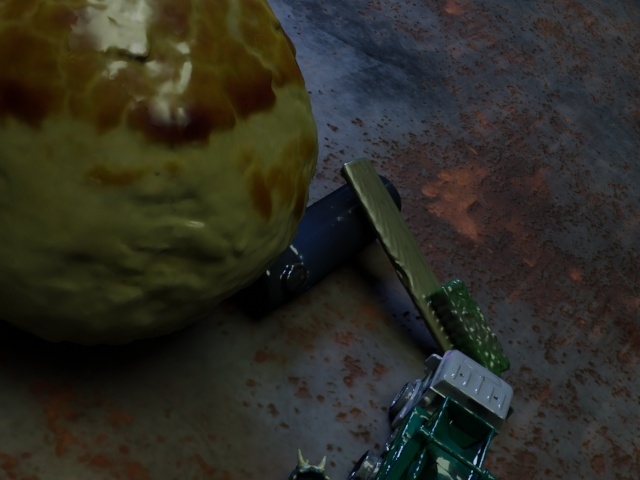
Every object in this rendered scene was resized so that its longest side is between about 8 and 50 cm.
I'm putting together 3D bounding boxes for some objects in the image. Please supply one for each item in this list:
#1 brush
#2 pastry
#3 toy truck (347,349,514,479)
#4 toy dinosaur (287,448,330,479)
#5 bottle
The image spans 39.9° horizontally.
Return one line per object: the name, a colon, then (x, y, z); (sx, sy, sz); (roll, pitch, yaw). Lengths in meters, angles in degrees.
brush: (0.110, 0.034, 0.922); (0.054, 0.048, 0.282); (-24, 83, -52)
pastry: (-0.181, -0.113, 0.726); (0.389, 0.312, 0.388); (17, 42, -15)
toy truck: (0.102, 0.188, 0.762); (0.110, 0.116, 0.216); (35, 39, 3)
toy dinosaur: (-0.011, 0.212, 0.716); (0.031, 0.047, 0.083); (20, 39, -17)
bottle: (0.000, 0.000, 0.922); (0.082, 0.072, 0.244); (6, 25, 35)
